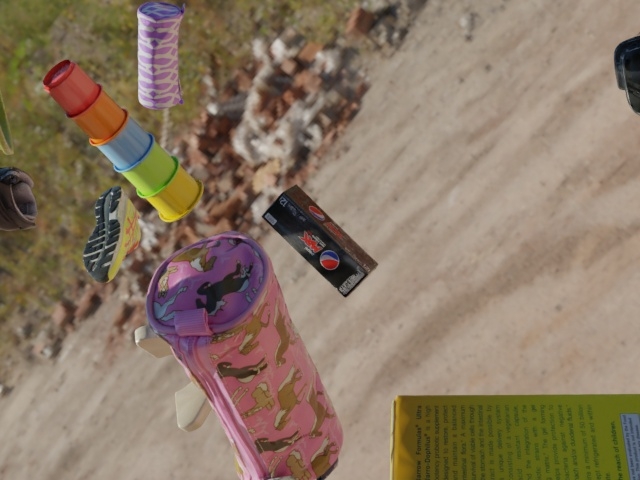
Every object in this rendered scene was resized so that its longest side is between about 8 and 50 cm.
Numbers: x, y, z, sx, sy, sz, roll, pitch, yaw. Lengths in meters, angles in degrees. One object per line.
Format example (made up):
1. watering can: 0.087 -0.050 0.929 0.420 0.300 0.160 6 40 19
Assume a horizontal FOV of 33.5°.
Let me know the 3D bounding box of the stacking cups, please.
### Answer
1. stacking cups: -0.318 -0.158 1.713 0.096 0.316 0.096 -23 42 22

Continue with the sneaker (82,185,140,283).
1. sneaker: -0.365 0.000 1.933 0.081 0.094 0.208 -18 45 25

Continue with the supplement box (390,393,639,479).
1. supplement box: 0.256 0.296 1.129 0.356 0.194 0.195 -2 45 8

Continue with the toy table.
1. toy table: -0.179 0.179 1.784 0.161 0.274 0.252 -23 42 15

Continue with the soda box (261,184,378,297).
1. soda box: 0.000 0.000 1.507 0.053 0.169 0.060 -47 -4 23

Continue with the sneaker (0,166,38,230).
1. sneaker: -0.482 -0.024 1.522 0.268 0.153 0.101 110 151 -60

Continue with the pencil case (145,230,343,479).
1. pencil case: -0.086 0.163 1.318 0.160 0.386 0.167 -28 45 -9

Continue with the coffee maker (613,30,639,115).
1. coffee maker: 0.501 -0.280 1.576 0.120 0.171 0.178 -33 0 34

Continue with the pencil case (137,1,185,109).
1. pencil case: -0.297 -0.342 1.983 0.086 0.088 0.206 -91 5 -52

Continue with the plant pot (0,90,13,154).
1. plant pot: -0.631 -0.236 1.615 0.254 0.276 0.276 -15 16 -11
